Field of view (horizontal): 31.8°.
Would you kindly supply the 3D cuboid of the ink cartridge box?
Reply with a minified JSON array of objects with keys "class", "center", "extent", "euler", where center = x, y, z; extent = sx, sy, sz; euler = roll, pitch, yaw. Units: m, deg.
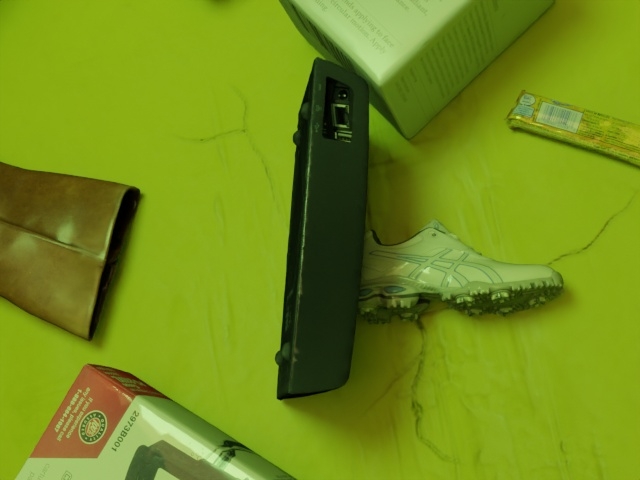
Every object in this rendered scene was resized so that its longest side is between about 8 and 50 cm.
[{"class":"ink cartridge box","center":[-0.124,0.234,0.907],"extent":[0.237,0.100,0.172],"euler":[29,86,18]}]

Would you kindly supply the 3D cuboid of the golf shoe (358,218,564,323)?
[{"class":"golf shoe","center":[0.109,0.019,0.922],"extent":[0.176,0.069,0.086],"euler":[-3,70,11]}]

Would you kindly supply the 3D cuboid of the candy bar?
[{"class":"candy bar","center":[0.234,-0.089,0.939],"extent":[0.162,0.018,0.040],"euler":[19,79,17]}]

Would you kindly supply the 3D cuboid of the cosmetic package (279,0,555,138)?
[{"class":"cosmetic package","center":[0.078,-0.214,0.934],"extent":[0.184,0.151,0.151],"euler":[-43,72,2]}]

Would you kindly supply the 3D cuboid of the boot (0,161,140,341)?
[{"class":"boot","center":[-0.328,0.038,1.026],"extent":[0.281,0.096,0.264],"euler":[18,75,9]}]

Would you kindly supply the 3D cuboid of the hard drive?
[{"class":"hard drive","center":[0.000,0.000,0.901],"extent":[0.054,0.172,0.254],"euler":[5,80,-5]}]
